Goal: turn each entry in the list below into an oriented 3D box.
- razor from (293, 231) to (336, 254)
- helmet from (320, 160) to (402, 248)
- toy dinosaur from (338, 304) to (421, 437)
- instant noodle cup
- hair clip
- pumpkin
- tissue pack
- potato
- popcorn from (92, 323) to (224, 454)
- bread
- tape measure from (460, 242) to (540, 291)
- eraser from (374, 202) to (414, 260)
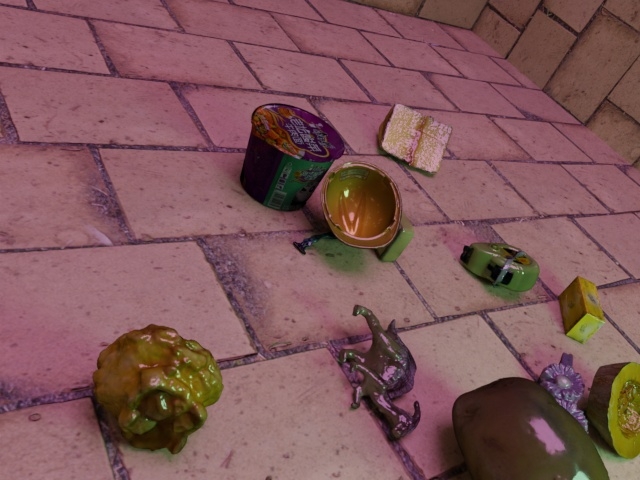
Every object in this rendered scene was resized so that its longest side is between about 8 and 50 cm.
[{"bbox_3d":[0.001,-0.003,1.533,0.155,0.028,0.044,-17,55,-45],"label":"razor"},{"bbox_3d":[0.091,-0.063,1.548,0.205,0.140,0.257,3,62,-9],"label":"helmet"},{"bbox_3d":[0.124,0.260,1.254,0.162,0.077,0.294,21,50,-18],"label":"toy dinosaur"},{"bbox_3d":[-0.088,-0.206,1.586,0.251,0.190,0.251,18,37,-14],"label":"instant noodle cup"},{"bbox_3d":[0.552,0.372,1.410,0.106,0.084,0.292,13,39,9],"label":"hair clip"},{"bbox_3d":[0.683,0.382,1.431,0.217,0.217,0.110,-4,8,-37],"label":"pumpkin"},{"bbox_3d":[0.730,0.191,1.726,0.062,0.095,0.176,27,36,-3],"label":"tissue pack"},{"bbox_3d":[0.382,0.398,1.116,0.243,0.221,0.326,42,19,-49],"label":"potato"},{"bbox_3d":[-0.255,0.225,0.951,0.198,0.197,0.155,25,37,-5],"label":"popcorn"},{"bbox_3d":[0.326,-0.337,2.076,0.240,0.135,0.178,22,35,-12],"label":"bread"},{"bbox_3d":[0.520,0.076,1.724,0.200,0.106,0.175,3,29,-35],"label":"tape measure"},{"bbox_3d":[0.172,-0.042,1.622,0.058,0.117,0.172,8,40,-34],"label":"eraser"}]
